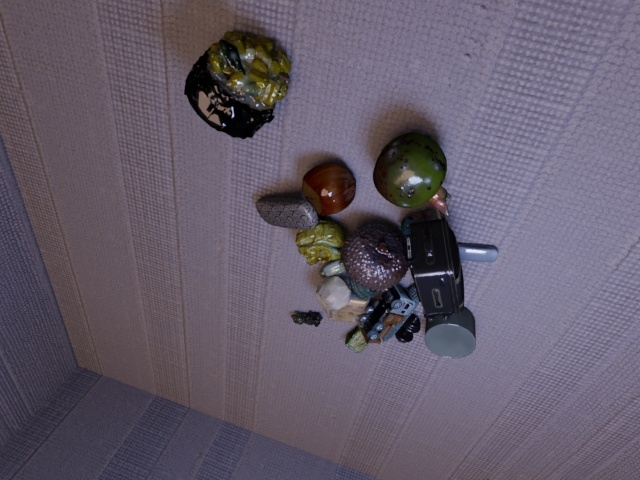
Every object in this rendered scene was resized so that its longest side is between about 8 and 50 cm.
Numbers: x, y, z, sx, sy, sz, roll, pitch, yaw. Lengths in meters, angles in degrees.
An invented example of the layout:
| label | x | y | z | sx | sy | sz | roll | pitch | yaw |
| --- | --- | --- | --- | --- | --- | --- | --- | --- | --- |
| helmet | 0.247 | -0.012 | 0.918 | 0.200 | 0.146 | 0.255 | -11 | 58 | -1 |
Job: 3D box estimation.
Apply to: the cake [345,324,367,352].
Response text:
| label | x | y | z | sx | sy | sz | roll | pitch | yaw |
| --- | --- | --- | --- | --- | --- | --- | --- | --- | --- |
| cake | 0.239 | 0.477 | 2.144 | 0.100 | 0.099 | 0.235 | 38 | 106 | -8 |

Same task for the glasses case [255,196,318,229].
| label | x | y | z | sx | sy | sz | roll | pitch | yaw |
| --- | --- | --- | --- | --- | --- | --- | --- | --- | --- |
| glasses case | -0.152 | -0.122 | 1.769 | 0.355 | 0.085 | 0.137 | 9 | 136 | 44 |

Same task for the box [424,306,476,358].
| label | x | y | z | sx | sy | sz | roll | pitch | yaw |
| --- | --- | --- | --- | --- | --- | --- | --- | --- | --- |
| box | 0.608 | 0.422 | 1.900 | 0.227 | 0.149 | 0.225 | 9 | 126 | 13 |

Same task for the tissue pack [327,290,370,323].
| label | x | y | z | sx | sy | sz | roll | pitch | yaw |
| --- | --- | --- | --- | --- | --- | --- | --- | --- | --- |
| tissue pack | 0.138 | 0.332 | 2.040 | 0.223 | 0.090 | 0.186 | 6 | 124 | 17 |

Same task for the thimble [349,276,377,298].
| label | x | y | z | sx | sy | sz | roll | pitch | yaw |
| --- | --- | --- | --- | --- | --- | --- | --- | --- | --- |
| thimble | 0.200 | 0.206 | 1.912 | 0.090 | 0.118 | 0.135 | -28 | 106 | 31 |

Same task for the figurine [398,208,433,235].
| label | x | y | z | sx | sy | sz | roll | pitch | yaw |
| --- | --- | --- | --- | --- | --- | --- | --- | --- | --- |
| figurine | 0.423 | -0.064 | 1.671 | 0.179 | 0.114 | 0.144 | 20 | 105 | -10 |

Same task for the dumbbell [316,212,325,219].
| label | x | y | z | sx | sy | sz | roll | pitch | yaw |
| --- | --- | --- | --- | --- | --- | --- | --- | --- | --- |
| dumbbell | -0.014 | -0.127 | 1.811 | 0.084 | 0.040 | 0.036 | 28 | 158 | 0 |

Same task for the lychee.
| label | x | y | z | sx | sy | sz | roll | pitch | yaw |
| --- | --- | --- | --- | --- | --- | --- | --- | --- | --- |
| lychee | 0.228 | 0.069 | 1.723 | 0.301 | 0.300 | 0.299 | 9 | 126 | 13 |

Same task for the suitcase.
| label | x | y | z | sx | sy | sz | roll | pitch | yaw |
| --- | --- | --- | --- | --- | --- | --- | --- | --- | --- |
| suitcase | 0.456 | 0.124 | 1.594 | 0.195 | 0.282 | 0.433 | -9 | 143 | 18 |

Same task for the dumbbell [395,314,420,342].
| label | x | y | z | sx | sy | sz | roll | pitch | yaw |
| --- | --- | --- | --- | --- | --- | --- | --- | --- | --- |
| dumbbell | 0.432 | 0.438 | 2.006 | 0.099 | 0.099 | 0.208 | 24 | 129 | 2 |

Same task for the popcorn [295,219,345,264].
| label | x | y | z | sx | sy | sz | roll | pitch | yaw |
| --- | --- | --- | --- | --- | --- | --- | --- | --- | --- |
| popcorn | 0.000 | 0.000 | 1.803 | 0.222 | 0.183 | 0.204 | -5 | 141 | 6 |

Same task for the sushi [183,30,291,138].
| label | x | y | z | sx | sy | sz | roll | pitch | yaw |
| --- | --- | --- | --- | --- | --- | --- | --- | --- | --- |
| sushi | -0.286 | -0.565 | 1.429 | 0.328 | 0.328 | 0.285 | 46 | 131 | -8 |

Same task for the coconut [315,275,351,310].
| label | x | y | z | sx | sy | sz | roll | pitch | yaw |
| --- | --- | --- | --- | --- | --- | --- | --- | --- | --- |
| coconut | 0.068 | 0.245 | 1.905 | 0.161 | 0.162 | 0.161 | 43 | 154 | 27 |

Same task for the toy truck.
| label | x | y | z | sx | sy | sz | roll | pitch | yaw |
| --- | --- | --- | --- | --- | --- | --- | --- | --- | --- |
| toy truck | 0.339 | 0.339 | 1.919 | 0.185 | 0.132 | 0.338 | 19 | 116 | -30 |

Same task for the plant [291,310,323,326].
| label | x | y | z | sx | sy | sz | roll | pitch | yaw |
| --- | --- | --- | --- | --- | --- | --- | --- | --- | --- |
| plant | -0.072 | 0.424 | 2.190 | 0.175 | 0.087 | 0.085 | -1 | 93 | 14 |

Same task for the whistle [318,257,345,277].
| label | x | y | z | sx | sy | sz | roll | pitch | yaw |
| --- | --- | --- | --- | --- | --- | --- | --- | --- | --- |
| whistle | 0.055 | 0.136 | 1.886 | 0.067 | 0.126 | 0.258 | 67 | 155 | 5 |

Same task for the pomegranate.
| label | x | y | z | sx | sy | sz | roll | pitch | yaw |
| --- | --- | --- | --- | --- | --- | --- | --- | --- | --- |
| pomegranate | 0.350 | -0.233 | 1.445 | 0.324 | 0.291 | 0.290 | 31 | 129 | 12 |

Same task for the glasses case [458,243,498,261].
| label | x | y | z | sx | sy | sz | roll | pitch | yaw |
| --- | --- | --- | --- | --- | --- | --- | --- | --- | --- |
| glasses case | 0.648 | 0.053 | 1.697 | 0.179 | 0.045 | 0.067 | 5 | 124 | 17 |

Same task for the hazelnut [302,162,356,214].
| label | x | y | z | sx | sy | sz | roll | pitch | yaw |
| --- | --- | --- | --- | --- | --- | --- | --- | --- | --- |
| hazelnut | 0.039 | -0.214 | 1.661 | 0.181 | 0.181 | 0.211 | 11 | 131 | 49 |
